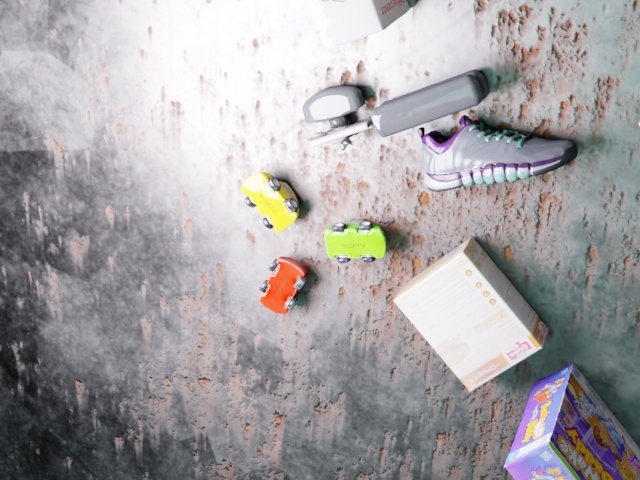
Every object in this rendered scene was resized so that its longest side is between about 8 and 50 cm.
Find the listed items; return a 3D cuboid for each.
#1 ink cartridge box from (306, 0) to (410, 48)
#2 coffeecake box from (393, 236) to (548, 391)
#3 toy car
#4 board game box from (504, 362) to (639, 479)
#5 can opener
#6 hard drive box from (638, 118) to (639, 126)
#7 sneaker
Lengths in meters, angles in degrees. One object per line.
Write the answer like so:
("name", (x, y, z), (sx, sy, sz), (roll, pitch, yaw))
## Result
("ink cartridge box", (0.030, -0.378, 1.479), (0.093, 0.154, 0.212), (-13, 106, 24))
("coffeecake box", (0.226, 0.112, 1.664), (0.142, 0.068, 0.185), (-37, 95, 30))
("toy car", (0.000, 0.000, 1.714), (0.225, 0.053, 0.239), (0, 112, 21))
("board game box", (0.422, 0.380, 1.609), (0.078, 0.233, 0.347), (-35, 97, 30))
("can opener", (0.098, -0.191, 1.580), (0.280, 0.074, 0.093), (-12, 106, 25))
("hard drive box", (0.552, -0.114, 1.426), (0.232, 0.089, 0.181), (-15, 106, 26))
("sneaker", (0.241, -0.132, 1.548), (0.224, 0.083, 0.098), (-9, 103, 25))
